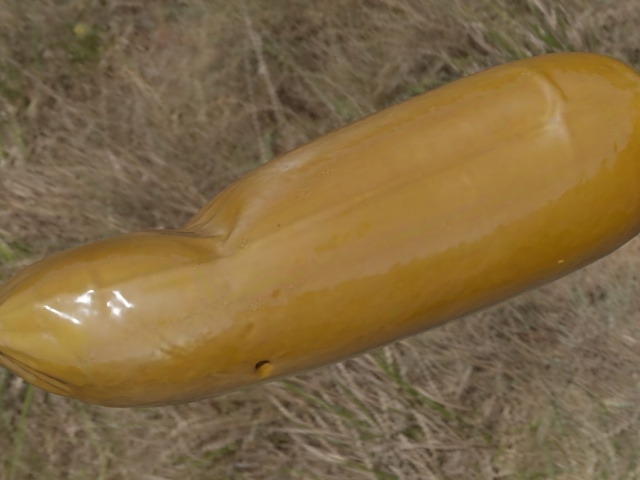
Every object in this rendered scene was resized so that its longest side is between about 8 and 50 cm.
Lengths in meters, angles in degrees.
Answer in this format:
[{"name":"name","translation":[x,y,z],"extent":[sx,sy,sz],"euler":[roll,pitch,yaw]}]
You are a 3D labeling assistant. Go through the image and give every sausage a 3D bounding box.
[{"name":"sausage","translation":[0.001,0.005,0.664],"extent":[0.354,0.134,0.116],"euler":[-21,104,-14]}]
